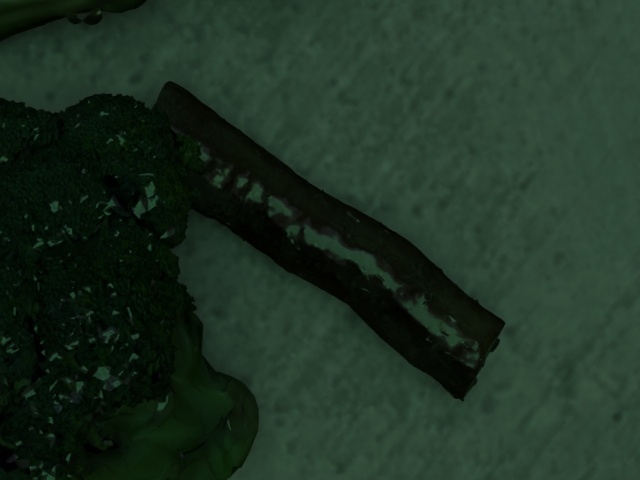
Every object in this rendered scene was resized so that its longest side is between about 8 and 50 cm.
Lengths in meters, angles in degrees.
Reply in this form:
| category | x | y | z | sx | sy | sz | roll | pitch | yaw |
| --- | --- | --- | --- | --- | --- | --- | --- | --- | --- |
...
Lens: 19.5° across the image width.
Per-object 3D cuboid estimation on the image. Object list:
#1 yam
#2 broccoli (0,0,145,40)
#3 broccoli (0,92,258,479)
| category | x | y | z | sx | sy | sz | roll | pitch | yaw |
| --- | --- | --- | --- | --- | --- | --- | --- | --- | --- |
| yam | 0.000 | 0.000 | 1.091 | 0.253 | 0.061 | 0.061 | 35 | 90 | -2 |
| broccoli | -0.119 | -0.183 | 1.066 | 0.304 | 0.145 | 0.165 | -28 | 101 | 10 |
| broccoli | -0.147 | 0.051 | 1.015 | 0.270 | 0.270 | 0.270 | 33 | 90 | -34 |
